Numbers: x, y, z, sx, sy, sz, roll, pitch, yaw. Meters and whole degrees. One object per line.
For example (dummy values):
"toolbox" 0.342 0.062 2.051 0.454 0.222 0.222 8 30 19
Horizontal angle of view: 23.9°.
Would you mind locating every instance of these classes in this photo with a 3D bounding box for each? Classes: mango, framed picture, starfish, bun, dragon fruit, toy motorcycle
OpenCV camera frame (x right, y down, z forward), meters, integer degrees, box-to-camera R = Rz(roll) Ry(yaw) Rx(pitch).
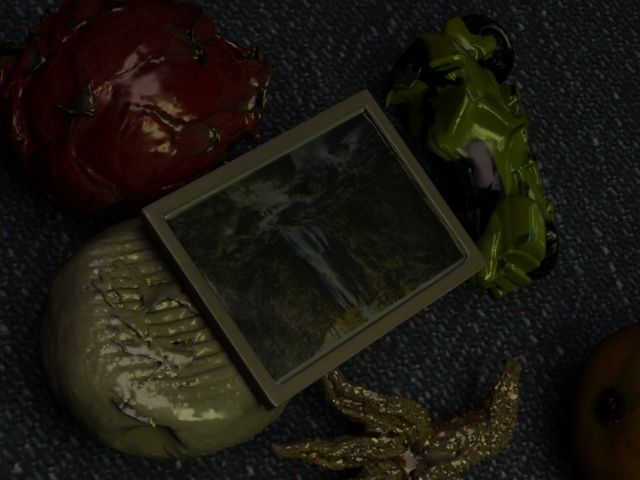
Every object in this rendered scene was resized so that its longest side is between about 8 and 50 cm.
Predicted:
"mango" 0.446 0.247 1.701 0.378 0.221 0.264 35 60 -18
"framed picture" 0.000 0.000 1.550 0.324 0.020 0.240 -29 83 -35
"starfish" 0.064 0.248 1.615 0.293 0.084 0.302 14 86 -24
"bun" -0.159 0.102 1.531 0.272 0.168 0.273 13 56 -21
"dragon fruit" -0.194 -0.148 1.552 0.298 0.244 0.244 -13 78 -8
"toy motorcycle" 0.176 -0.109 1.745 0.206 0.142 0.342 -4 75 -30
